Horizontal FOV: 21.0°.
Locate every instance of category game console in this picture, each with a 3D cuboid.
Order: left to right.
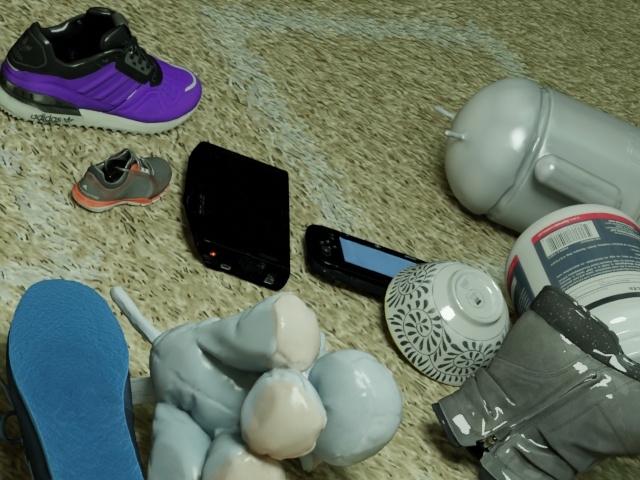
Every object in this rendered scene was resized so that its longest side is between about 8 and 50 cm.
[{"bbox_3d":[0.000,0.000,2.145,0.361,0.044,0.213,20,33,-16],"label":"game console"}]

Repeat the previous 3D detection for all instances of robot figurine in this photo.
[{"bbox_3d":[0.322,-0.099,2.388,0.353,0.199,0.300,22,5,-12],"label":"robot figurine"}]

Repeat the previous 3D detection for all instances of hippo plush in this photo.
[{"bbox_3d":[-0.054,0.186,1.743,0.237,0.294,0.234,23,72,-45],"label":"hippo plush"}]

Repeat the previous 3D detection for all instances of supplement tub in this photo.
[{"bbox_3d":[0.350,0.103,2.136,0.191,0.191,0.272,13,36,-24],"label":"supplement tub"}]

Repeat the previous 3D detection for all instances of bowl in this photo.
[{"bbox_3d":[0.170,0.083,2.081,0.170,0.080,0.170,17,52,-24],"label":"bowl"}]

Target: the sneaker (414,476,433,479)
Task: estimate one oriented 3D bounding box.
[{"bbox_3d":[0.180,0.295,1.847,0.191,0.071,0.083,21,24,-5],"label":"sneaker"}]

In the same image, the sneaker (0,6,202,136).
[{"bbox_3d":[-0.256,-0.218,2.151,0.293,0.146,0.102,-2,44,-39],"label":"sneaker"}]

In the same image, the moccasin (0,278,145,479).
[{"bbox_3d":[-0.244,0.186,1.633,0.138,0.116,0.342,3,44,-16],"label":"moccasin"}]

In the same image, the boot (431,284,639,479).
[{"bbox_3d":[0.307,0.230,1.919,0.338,0.222,0.118,39,-3,23],"label":"boot"}]

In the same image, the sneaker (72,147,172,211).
[{"bbox_3d":[-0.225,-0.080,2.057,0.061,0.065,0.158,40,34,17],"label":"sneaker"}]
